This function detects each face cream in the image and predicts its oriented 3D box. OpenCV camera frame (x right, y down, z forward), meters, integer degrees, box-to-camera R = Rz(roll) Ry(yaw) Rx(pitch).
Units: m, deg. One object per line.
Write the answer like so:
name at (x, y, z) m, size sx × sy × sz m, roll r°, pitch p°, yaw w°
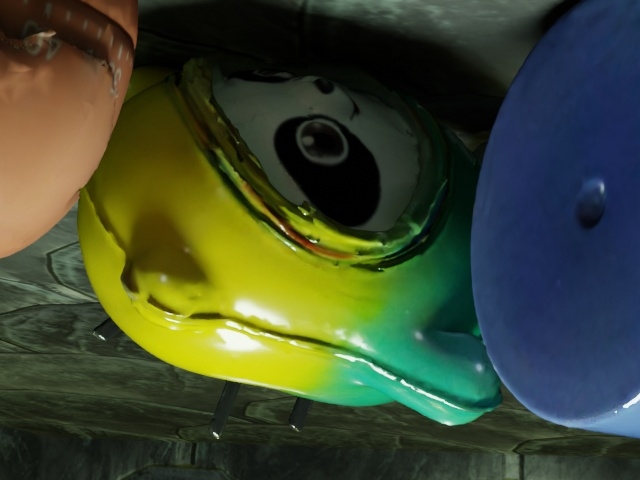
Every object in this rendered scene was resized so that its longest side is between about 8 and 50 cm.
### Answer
face cream at (0.241, -0.005, 1.100) m, size 0.225 × 0.249 × 0.249 m, roll 8°, pitch 168°, yaw -27°

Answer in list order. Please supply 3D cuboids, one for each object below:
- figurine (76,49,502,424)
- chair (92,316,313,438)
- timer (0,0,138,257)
figurine at (0.000, 0.000, 1.254) m, size 0.340 × 0.324 × 0.231 m, roll 8°, pitch 124°, yaw -31°
chair at (-0.028, 0.027, 1.564) m, size 0.172 × 0.247 × 0.158 m, roll 42°, pitch 155°, yaw -16°
timer at (-0.200, -0.103, 0.916) m, size 0.229 × 0.215 × 0.229 m, roll 6°, pitch 168°, yaw 1°
